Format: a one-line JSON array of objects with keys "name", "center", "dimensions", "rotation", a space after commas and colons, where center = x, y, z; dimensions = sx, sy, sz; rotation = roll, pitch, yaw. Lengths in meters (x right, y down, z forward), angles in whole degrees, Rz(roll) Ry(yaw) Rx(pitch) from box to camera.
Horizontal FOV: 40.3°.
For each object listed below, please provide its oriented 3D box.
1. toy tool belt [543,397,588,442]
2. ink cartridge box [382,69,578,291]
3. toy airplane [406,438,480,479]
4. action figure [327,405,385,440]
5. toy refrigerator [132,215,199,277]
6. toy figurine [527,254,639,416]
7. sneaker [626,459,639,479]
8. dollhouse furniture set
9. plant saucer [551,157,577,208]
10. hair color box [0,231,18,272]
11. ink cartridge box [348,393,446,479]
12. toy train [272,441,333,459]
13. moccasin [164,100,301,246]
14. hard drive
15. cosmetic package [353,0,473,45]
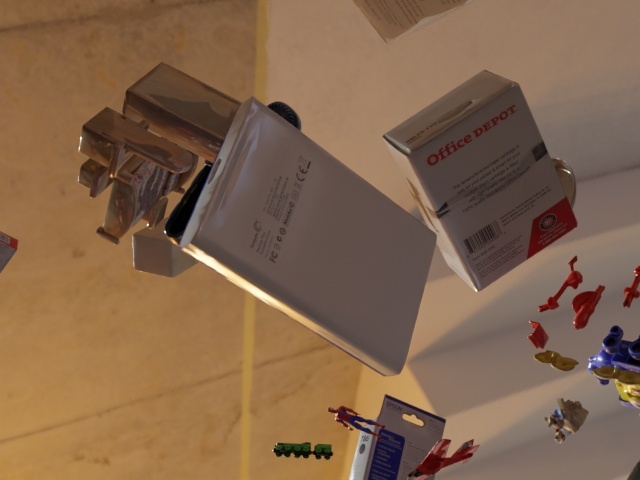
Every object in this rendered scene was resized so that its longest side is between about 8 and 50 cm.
[{"name": "toy tool belt", "center": [0.365, 0.267, 1.322], "dimensions": [0.052, 0.051, 0.083], "rotation": [-46, -12, -31]}, {"name": "ink cartridge box", "center": [0.246, -0.092, 1.340], "dimensions": [0.197, 0.114, 0.273], "rotation": [-33, -61, -4]}, {"name": "toy airplane", "center": [0.208, 0.373, 1.474], "dimensions": [0.151, 0.028, 0.151], "rotation": [-25, -31, -16]}, {"name": "action figure", "center": [0.064, 0.342, 1.658], "dimensions": [0.030, 0.115, 0.038], "rotation": [5, -77, -65]}, {"name": "toy refrigerator", "center": [-0.302, -0.003, 1.971], "dimensions": [0.269, 0.102, 0.094], "rotation": [-36, -48, -60]}, {"name": "toy figurine", "center": [0.505, 0.175, 1.241], "dimensions": [0.217, 0.362, 0.191], "rotation": [49, -119, -39]}, {"name": "sneaker", "center": [0.478, 0.227, 0.683], "dimensions": [0.257, 0.169, 0.447], "rotation": [33, -44, -25]}, {"name": "dollhouse furniture set", "center": [-0.236, -0.065, 1.346], "dimensions": [0.303, 0.173, 0.356], "rotation": [-56, -9, -50]}, {"name": "plant saucer", "center": [0.444, -0.079, 1.716], "dimensions": [0.029, 0.168, 0.168], "rotation": [19, -57, -27]}, {"name": "hair color box", "center": [-0.654, 0.045, 1.692], "dimensions": [0.072, 0.043, 0.141], "rotation": [32, -74, -28]}, {"name": "ink cartridge box", "center": [0.137, 0.484, 1.705], "dimensions": [0.165, 0.333, 0.065], "rotation": [27, -24, -22]}, {"name": "toy train", "center": [-0.024, 0.287, 1.198], "dimensions": [0.083, 0.024, 0.017], "rotation": [4, -68, 2]}, {"name": "moccasin", "center": [-0.159, -0.113, 1.634], "dimensions": [0.342, 0.137, 0.117], "rotation": [-55, -20, 4]}, {"name": "hard drive", "center": [0.000, 0.000, 1.058], "dimensions": [0.318, 0.210, 0.040], "rotation": [35, -33, -26]}, {"name": "cosmetic package", "center": [0.208, -0.472, 1.277], "dimensions": [0.365, 0.197, 0.155], "rotation": [-26, -34, 19]}]
